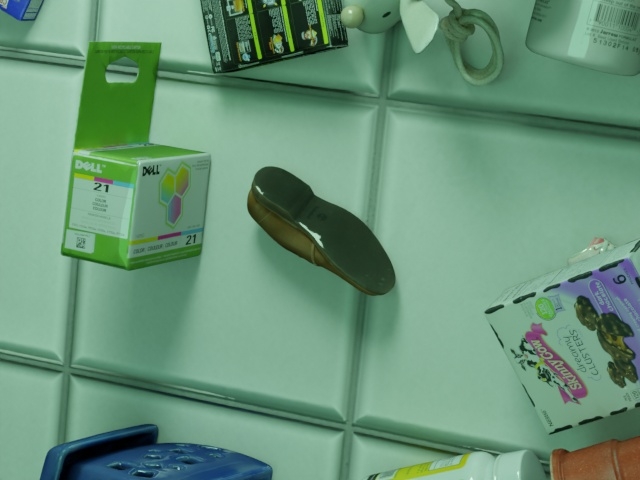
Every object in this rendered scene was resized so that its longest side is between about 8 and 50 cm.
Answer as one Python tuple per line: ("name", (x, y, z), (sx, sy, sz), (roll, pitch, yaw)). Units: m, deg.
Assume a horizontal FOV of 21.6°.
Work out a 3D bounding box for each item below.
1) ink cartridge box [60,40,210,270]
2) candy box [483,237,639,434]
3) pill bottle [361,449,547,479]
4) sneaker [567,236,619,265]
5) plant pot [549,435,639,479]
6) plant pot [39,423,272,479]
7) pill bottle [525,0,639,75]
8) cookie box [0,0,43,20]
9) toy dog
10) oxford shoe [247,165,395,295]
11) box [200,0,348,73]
("ink cartridge box", (-0.212, -0.105, 2.008), (0.097, 0.189, 0.255), (12, 101, 22))
("candy box", (0.305, 0.107, 1.847), (0.196, 0.070, 0.165), (-24, 99, 36))
("pill bottle", (0.155, 0.311, 1.943), (0.208, 0.119, 0.119), (-16, 90, 24))
("sneaker", (0.337, 0.025, 1.869), (0.134, 0.051, 0.070), (-17, 95, 28))
("plant pot", (0.421, 0.297, 1.769), (0.265, 0.272, 0.272), (-25, 86, 15))
("plant pot", (-0.225, 0.358, 2.053), (0.212, 0.236, 0.236), (21, 104, 26))
("pill bottle", (0.310, -0.301, 1.799), (0.131, 0.131, 0.229), (18, 103, 20))
("cookie box", (-0.386, -0.347, 2.133), (0.092, 0.040, 0.107), (33, 107, 16))
("toy dog", (0.110, -0.294, 1.794), (0.220, 0.161, 0.333), (42, 142, 15))
("oxford shoe", (0.000, 0.000, 2.010), (0.212, 0.076, 0.076), (40, 139, 11))
("box", (-0.064, -0.305, 1.982), (0.184, 0.045, 0.190), (-9, 92, 35))
